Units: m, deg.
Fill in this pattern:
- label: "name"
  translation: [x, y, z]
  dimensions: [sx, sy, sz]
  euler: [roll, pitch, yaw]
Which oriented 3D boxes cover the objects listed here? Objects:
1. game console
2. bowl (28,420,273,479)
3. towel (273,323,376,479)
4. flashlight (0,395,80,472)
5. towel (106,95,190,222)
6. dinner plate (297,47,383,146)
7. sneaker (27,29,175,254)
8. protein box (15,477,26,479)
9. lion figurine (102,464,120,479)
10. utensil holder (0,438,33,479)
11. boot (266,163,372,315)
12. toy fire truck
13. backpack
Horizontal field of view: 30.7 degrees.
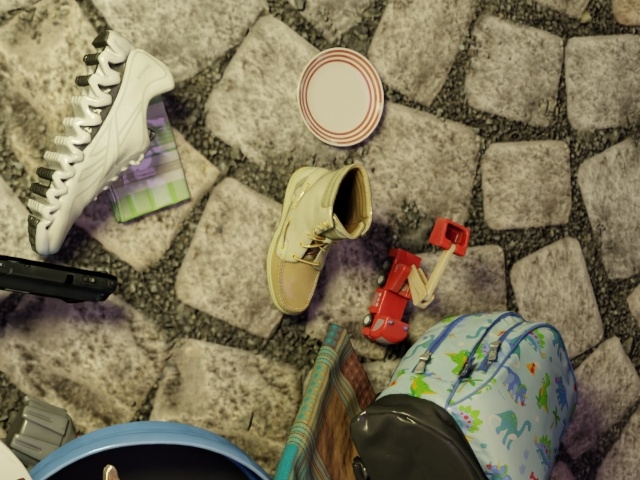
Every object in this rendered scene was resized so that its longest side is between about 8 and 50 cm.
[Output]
- label: "game console"
  translation: [-0.414, 0.033, 1.372]
  dimensions: [0.361, 0.213, 0.044]
  euler: [14, 77, -46]
- label: "bowl"
  translation: [-0.224, 0.400, 1.469]
  dimensions: [0.391, 0.077, 0.391]
  euler: [-5, 113, -13]
- label: "towel"
  translation: [0.028, 0.326, 1.548]
  dimensions: [0.271, 0.040, 0.370]
  euler: [65, 28, -30]
- label: "flashlight"
  translation: [-0.258, 0.288, 1.512]
  dimensions: [0.304, 0.103, 0.103]
  euler: [28, 107, -22]
- label: "towel"
  translation: [-0.239, -0.111, 1.540]
  dimensions: [0.113, 0.023, 0.152]
  euler: [-21, 102, -25]
- label: "dinner plate"
  translation: [0.027, -0.206, 1.679]
  dimensions: [0.141, 0.017, 0.141]
  euler: [-2, 93, -29]
- label: "sneaker"
  translation: [-0.277, -0.109, 1.459]
  dimensions: [0.118, 0.110, 0.292]
  euler: [24, 92, -27]
- label: "protein box"
  translation: [-0.266, 0.342, 1.012]
  dimensions: [0.136, 0.201, 0.200]
  euler: [-20, 101, -25]
- label: "lion figurine"
  translation: [-0.298, 0.459, 1.283]
  dimensions: [0.240, 0.142, 0.392]
  euler: [-33, 132, -54]
- label: "utensil holder"
  translation: [-0.478, 0.292, 1.230]
  dimensions: [0.327, 0.385, 0.328]
  euler: [-1, 93, -28]
- label: "boot"
  translation: [0.000, 0.000, 1.589]
  dimensions: [0.077, 0.165, 0.213]
  euler: [13, 85, -27]
- label: "toy fire truck"
  translation: [0.136, 0.062, 1.681]
  dimensions: [0.047, 0.135, 0.192]
  euler: [23, 81, -27]
- label: "backpack"
  translation: [0.219, 0.251, 1.653]
  dimensions: [0.290, 0.273, 0.355]
  euler: [65, 23, -16]
